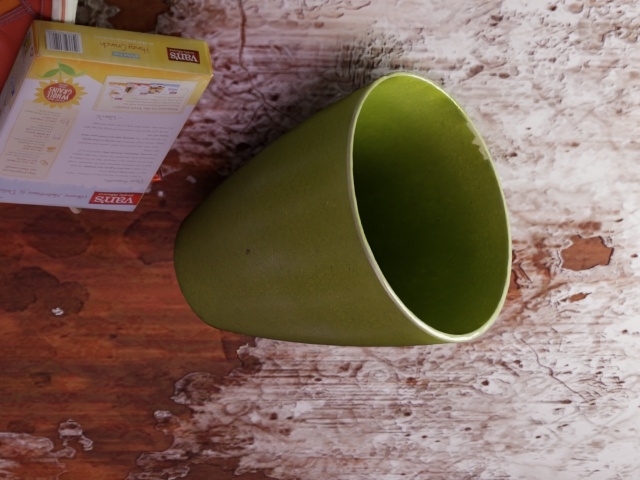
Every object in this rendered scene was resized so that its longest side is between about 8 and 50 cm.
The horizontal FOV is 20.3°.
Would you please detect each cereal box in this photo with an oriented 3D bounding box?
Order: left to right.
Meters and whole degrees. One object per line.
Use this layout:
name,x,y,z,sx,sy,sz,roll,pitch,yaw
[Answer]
cereal box,-0.225,-0.113,1.715,0.173,0.047,0.240,4,147,-26

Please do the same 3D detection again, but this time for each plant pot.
plant pot,0.000,0.000,1.846,0.293,0.275,0.275,-17,137,36

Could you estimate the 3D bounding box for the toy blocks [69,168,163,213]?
toy blocks,-0.203,-0.092,1.859,0.148,0.054,0.123,-12,135,9

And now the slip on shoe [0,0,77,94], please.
slip on shoe,-0.271,-0.242,1.655,0.101,0.123,0.331,11,140,-10
